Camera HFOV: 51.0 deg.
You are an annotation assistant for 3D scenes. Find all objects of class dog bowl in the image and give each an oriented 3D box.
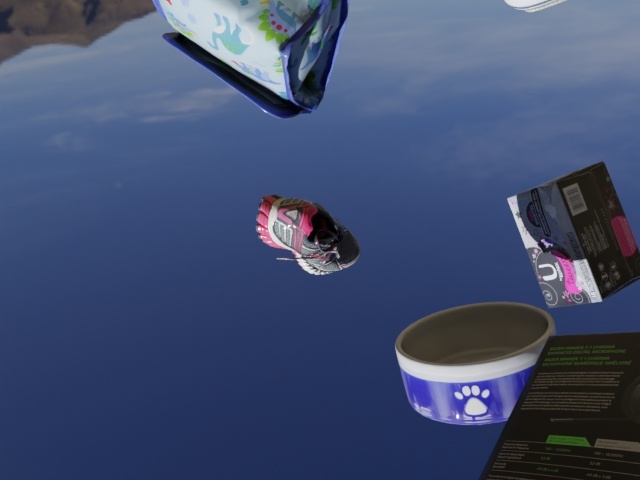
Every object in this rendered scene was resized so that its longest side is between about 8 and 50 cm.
[{"bbox_3d":[0.265,0.198,1.131,0.264,0.104,0.265,-13,-168,3],"label":"dog bowl"}]

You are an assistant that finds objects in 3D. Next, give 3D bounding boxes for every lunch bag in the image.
[{"bbox_3d":[-0.053,-0.165,0.519,0.129,0.096,0.151,36,172,6],"label":"lunch bag"}]

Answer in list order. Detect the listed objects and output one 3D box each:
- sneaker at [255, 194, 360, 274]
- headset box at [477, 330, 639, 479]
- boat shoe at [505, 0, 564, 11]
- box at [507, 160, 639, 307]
[{"bbox_3d":[0.000,0.000,1.288,0.112,0.121,0.299,6,171,32],"label":"sneaker"},{"bbox_3d":[0.232,0.235,0.482,0.131,0.246,0.283,-14,-153,49],"label":"headset box"},{"bbox_3d":[0.383,-0.379,0.904,0.302,0.094,0.109,-31,-138,-4],"label":"boat shoe"},{"bbox_3d":[0.515,-0.009,1.360,0.163,0.247,0.142,-21,178,-30],"label":"box"}]
